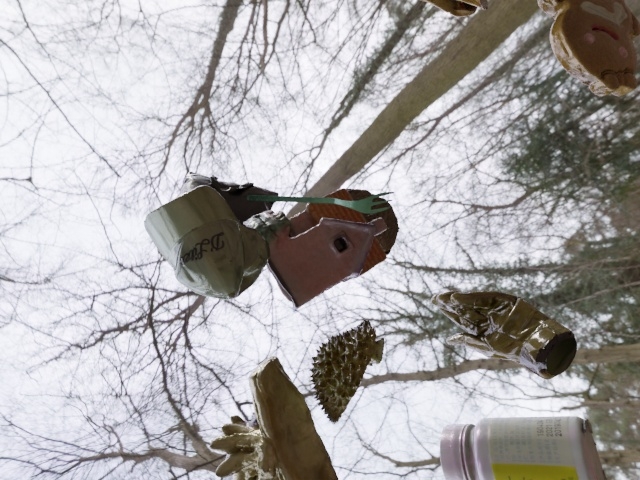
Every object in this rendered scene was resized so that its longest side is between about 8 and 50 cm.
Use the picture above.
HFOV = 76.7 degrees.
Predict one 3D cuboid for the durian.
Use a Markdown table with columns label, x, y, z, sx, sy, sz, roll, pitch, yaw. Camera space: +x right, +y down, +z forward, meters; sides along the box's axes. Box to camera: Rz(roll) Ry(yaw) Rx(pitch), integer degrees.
| label | x | y | z | sx | sy | sz | roll | pitch | yaw |
| --- | --- | --- | --- | --- | --- | --- | --- | --- | --- |
| durian | 0.084 | 0.334 | 1.105 | 0.166 | 0.172 | 0.306 | 51 | -131 | -32 |

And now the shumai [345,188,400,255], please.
| label | x | y | z | sx | sy | sz | roll | pitch | yaw |
| --- | --- | --- | --- | --- | --- | --- | --- | --- | --- |
| shumai | 0.096 | -0.036 | 1.090 | 0.206 | 0.176 | 0.166 | 43 | -110 | -7 |

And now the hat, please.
| label | x | y | z | sx | sy | sz | roll | pitch | yaw |
| --- | --- | --- | --- | --- | --- | --- | --- | --- | --- |
| hat | -0.126 | 0.006 | 0.493 | 0.123 | 0.166 | 0.081 | -31 | -138 | -13 |

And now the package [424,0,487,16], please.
| label | x | y | z | sx | sy | sz | roll | pitch | yaw |
| --- | --- | --- | --- | --- | --- | --- | --- | --- | --- |
| package | 0.266 | -0.582 | 0.781 | 0.165 | 0.222 | 0.310 | 49 | -128 | -54 |

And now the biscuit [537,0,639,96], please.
| label | x | y | z | sx | sy | sz | roll | pitch | yaw |
| --- | --- | --- | --- | --- | --- | --- | --- | --- | --- |
| biscuit | 0.420 | -0.334 | 0.623 | 0.185 | 0.035 | 0.248 | 15 | -110 | -12 |

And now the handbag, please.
| label | x | y | z | sx | sy | sz | roll | pitch | yaw |
| --- | --- | --- | --- | --- | --- | --- | --- | --- | --- |
| handbag | -0.241 | -0.094 | 1.027 | 0.255 | 0.088 | 0.211 | 14 | -142 | -5 |

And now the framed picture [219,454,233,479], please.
| label | x | y | z | sx | sy | sz | roll | pitch | yaw |
| --- | --- | --- | --- | --- | --- | --- | --- | --- | --- |
| framed picture | -0.282 | 0.799 | 1.206 | 0.016 | 0.213 | 0.288 | 26 | -120 | -22 |

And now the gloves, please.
| label | x | y | z | sx | sy | sz | roll | pitch | yaw |
| --- | --- | --- | --- | --- | --- | --- | --- | --- | --- |
| gloves | 0.408 | 0.198 | 0.943 | 0.141 | 0.331 | 0.154 | -17 | -69 | -26 |

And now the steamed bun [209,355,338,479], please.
| label | x | y | z | sx | sy | sz | roll | pitch | yaw |
| --- | --- | --- | --- | --- | --- | --- | --- | --- | --- |
| steamed bun | -0.135 | 0.565 | 1.089 | 0.427 | 0.189 | 0.247 | 61 | -153 | 5 |

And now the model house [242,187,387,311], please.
| label | x | y | z | sx | sy | sz | roll | pitch | yaw |
| --- | --- | --- | --- | --- | --- | --- | --- | --- | --- |
| model house | 0.000 | 0.000 | 0.813 | 0.238 | 0.237 | 0.202 | -28 | -98 | -9 |

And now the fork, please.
| label | x | y | z | sx | sy | sz | roll | pitch | yaw |
| --- | --- | --- | --- | --- | --- | --- | --- | --- | --- |
| fork | 0.005 | -0.058 | 0.631 | 0.236 | 0.039 | 0.021 | -1 | -147 | -13 |

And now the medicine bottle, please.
| label | x | y | z | sx | sy | sz | roll | pitch | yaw |
| --- | --- | --- | --- | --- | --- | --- | --- | --- | --- |
| medicine bottle | 0.544 | 0.598 | 1.107 | 0.214 | 0.379 | 0.213 | 29 | -128 | -45 |
